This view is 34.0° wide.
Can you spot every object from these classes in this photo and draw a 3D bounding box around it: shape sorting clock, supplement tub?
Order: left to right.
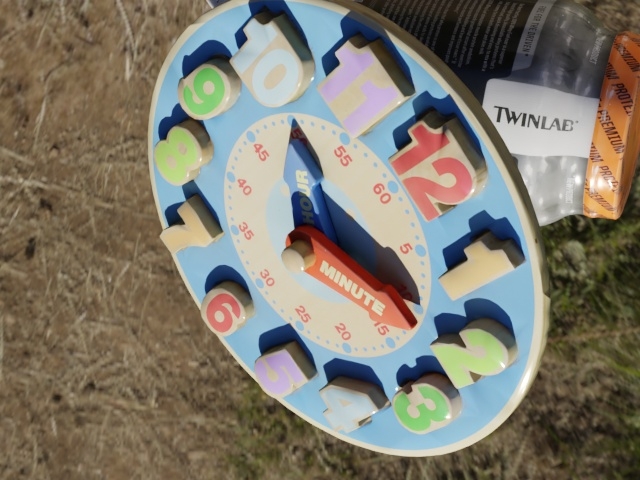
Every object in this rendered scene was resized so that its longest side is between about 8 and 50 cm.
[{"bbox_3d":[0.000,0.000,0.431,0.206,0.040,0.206,19,124,32],"label":"shape sorting clock"},{"bbox_3d":[0.114,-0.121,0.904,0.315,0.193,0.194,12,116,21],"label":"supplement tub"}]

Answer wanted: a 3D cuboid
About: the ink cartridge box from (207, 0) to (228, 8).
[{"bbox_3d":[-0.067,-0.288,1.274,0.104,0.181,0.061,-42,148,15],"label":"ink cartridge box"}]
